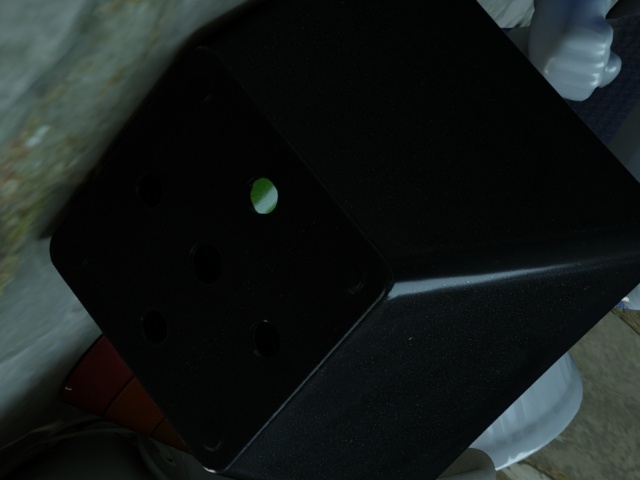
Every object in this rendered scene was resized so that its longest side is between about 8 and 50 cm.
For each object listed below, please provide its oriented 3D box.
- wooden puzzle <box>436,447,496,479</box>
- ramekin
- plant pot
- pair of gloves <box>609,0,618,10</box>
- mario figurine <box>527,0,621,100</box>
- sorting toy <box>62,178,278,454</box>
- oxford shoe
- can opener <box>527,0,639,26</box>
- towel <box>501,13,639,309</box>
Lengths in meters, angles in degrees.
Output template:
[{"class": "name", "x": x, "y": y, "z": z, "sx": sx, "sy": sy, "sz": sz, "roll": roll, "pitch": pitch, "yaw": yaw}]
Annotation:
[{"class": "wooden puzzle", "x": -0.057, "y": 0.262, "z": 1.091, "sx": 0.322, "sy": 0.080, "sz": 0.348, "roll": -37, "pitch": 167, "yaw": 22}, {"class": "ramekin", "x": 0.109, "y": 0.110, "z": 1.649, "sx": 0.277, "sy": 0.135, "sz": 0.277, "roll": -11, "pitch": -157, "yaw": 5}, {"class": "plant pot", "x": 0.000, "y": 0.000, "z": 0.722, "sx": 0.167, "sy": 0.187, "sz": 0.188, "roll": -12, "pitch": 148, "yaw": -54}, {"class": "pair of gloves", "x": 0.273, "y": -0.138, "z": 1.615, "sx": 0.204, "sy": 0.042, "sz": 0.240, "roll": -32, "pitch": 130, "yaw": -55}, {"class": "mario figurine", "x": 0.201, "y": -0.171, "z": 0.840, "sx": 0.198, "sy": 0.170, "sz": 0.320, "roll": -10, "pitch": -177, "yaw": 29}, {"class": "sorting toy", "x": -0.010, "y": 0.022, "z": 0.957, "sx": 0.365, "sy": 0.126, "sz": 0.127, "roll": -49, "pitch": 172, "yaw": 36}, {"class": "oxford shoe", "x": -0.140, "y": 0.167, "z": 1.103, "sx": 0.449, "sy": 0.169, "sz": 0.130, "roll": 24, "pitch": 67, "yaw": -75}, {"class": "can opener", "x": 0.217, "y": -0.176, "z": 1.341, "sx": 0.283, "sy": 0.076, "sz": 0.095, "roll": -48, "pitch": 174, "yaw": 14}, {"class": "towel", "x": 0.128, "y": -0.052, "z": 0.963, "sx": 0.285, "sy": 0.034, "sz": 0.209, "roll": 7, "pitch": -127, "yaw": 51}]
